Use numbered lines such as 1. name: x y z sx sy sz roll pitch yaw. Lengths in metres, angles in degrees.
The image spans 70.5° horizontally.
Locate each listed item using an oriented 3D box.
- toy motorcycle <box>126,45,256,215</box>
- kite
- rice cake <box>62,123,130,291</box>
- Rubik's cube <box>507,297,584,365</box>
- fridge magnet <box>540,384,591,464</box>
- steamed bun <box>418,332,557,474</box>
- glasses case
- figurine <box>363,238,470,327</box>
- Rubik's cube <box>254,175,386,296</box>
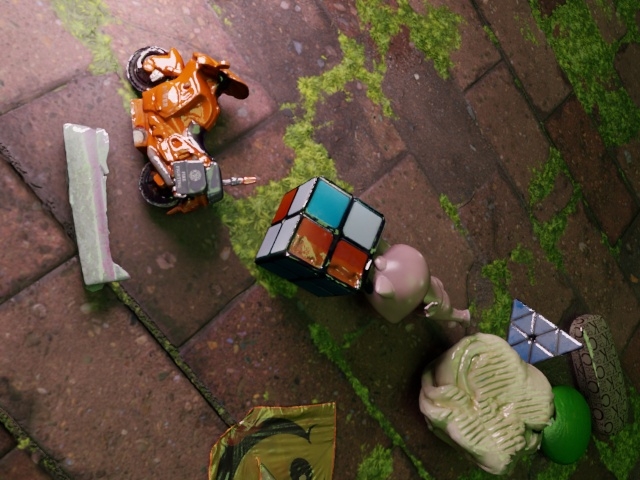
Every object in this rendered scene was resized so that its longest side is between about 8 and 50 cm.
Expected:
1. toy motorcycle: -0.236 -0.214 0.846 0.221 0.148 0.326 -8 85 -6
2. kite: -0.078 0.483 0.901 0.377 0.013 0.328 -40 102 -28
3. rice cake: -0.392 -0.058 0.786 0.081 0.051 0.291 -9 89 -19
4. Rubik's cube: 0.551 0.252 1.235 0.190 0.211 0.178 -23 71 -4
5. fridge magnet: 0.661 0.502 1.241 0.207 0.088 0.208 4 81 -27
6. steamed bun: 0.366 0.372 1.054 0.280 0.207 0.268 36 66 10
7. glasses case: 0.824 0.395 1.340 0.137 0.085 0.355 -13 89 -29
8. figurine: 0.187 0.120 0.981 0.287 0.186 0.176 24 42 -39
9. Rubik's cube: 0.000 0.000 0.916 0.183 0.167 0.180 28 70 -23
